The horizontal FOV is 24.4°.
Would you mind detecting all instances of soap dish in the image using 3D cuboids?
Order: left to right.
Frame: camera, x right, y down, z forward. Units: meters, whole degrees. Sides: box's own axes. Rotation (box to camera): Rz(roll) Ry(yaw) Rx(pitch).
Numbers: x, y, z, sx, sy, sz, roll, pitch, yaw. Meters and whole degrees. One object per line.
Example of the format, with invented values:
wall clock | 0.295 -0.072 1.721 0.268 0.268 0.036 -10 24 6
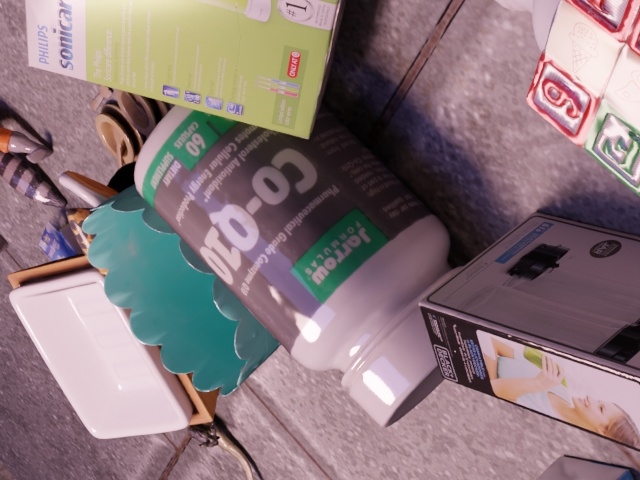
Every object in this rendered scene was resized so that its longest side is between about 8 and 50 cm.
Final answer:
soap dish | -0.290 0.140 2.127 0.228 0.118 0.291 -13 113 38

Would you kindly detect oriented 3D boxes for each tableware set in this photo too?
tableware set | -0.244 -0.146 1.863 0.128 0.039 0.194 52 152 0

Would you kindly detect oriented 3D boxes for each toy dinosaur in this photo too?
toy dinosaur | -0.182 0.275 2.240 0.268 0.064 0.118 45 166 13

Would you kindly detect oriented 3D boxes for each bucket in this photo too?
bucket | -0.121 0.023 1.722 0.281 0.183 0.281 37 149 27

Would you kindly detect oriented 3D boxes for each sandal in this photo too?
sandal | -0.223 -0.059 1.841 0.102 0.076 0.265 34 -177 23

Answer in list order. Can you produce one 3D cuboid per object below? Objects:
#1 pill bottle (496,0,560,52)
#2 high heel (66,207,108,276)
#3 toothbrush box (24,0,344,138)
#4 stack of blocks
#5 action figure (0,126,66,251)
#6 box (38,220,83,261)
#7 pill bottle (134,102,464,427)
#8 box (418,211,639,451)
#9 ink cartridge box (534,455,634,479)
pill bottle | 0.244 -0.152 0.990 0.278 0.162 0.162 41 150 22
high heel | -0.196 0.035 1.900 0.261 0.093 0.186 37 167 -29
toothbrush box | -0.119 -0.231 1.356 0.283 0.122 0.206 13 146 1
stack of blocks | 0.257 -0.173 0.798 0.087 0.297 0.171 43 151 21
action figure | -0.554 -0.109 2.243 0.330 0.178 0.341 42 126 28
box | -0.350 0.047 2.244 0.178 0.042 0.109 50 151 5
pill bottle | 0.000 0.000 1.491 0.361 0.204 0.204 45 151 13
box | 0.246 0.076 1.249 0.290 0.169 0.087 18 135 49
ink cartridge box | 0.304 0.321 1.557 0.104 0.061 0.181 2 125 56
